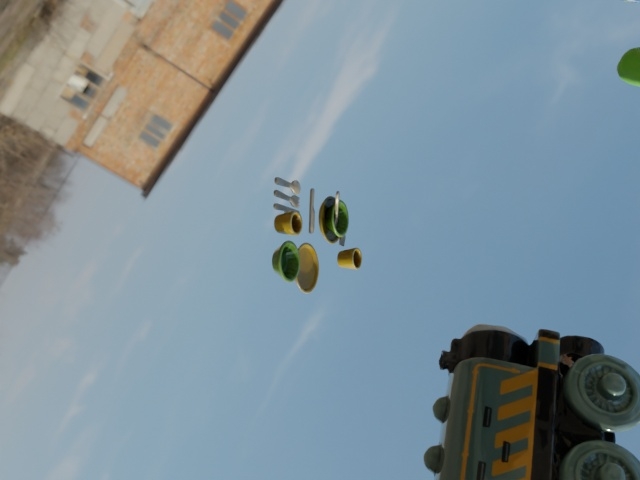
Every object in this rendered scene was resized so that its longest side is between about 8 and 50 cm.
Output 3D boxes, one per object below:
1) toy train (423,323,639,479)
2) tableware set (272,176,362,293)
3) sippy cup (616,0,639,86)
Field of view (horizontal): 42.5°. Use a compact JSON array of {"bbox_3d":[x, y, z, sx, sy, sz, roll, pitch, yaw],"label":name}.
[{"bbox_3d":[0.185,0.224,0.743,0.142,0.190,0.334,96,8,-55],"label":"toy train"},{"bbox_3d":[0.000,0.000,0.786,0.024,0.154,0.104,-2,-100,27],"label":"tableware set"},{"bbox_3d":[0.237,-0.269,0.580,0.224,0.240,0.305,10,-81,36],"label":"sippy cup"}]
